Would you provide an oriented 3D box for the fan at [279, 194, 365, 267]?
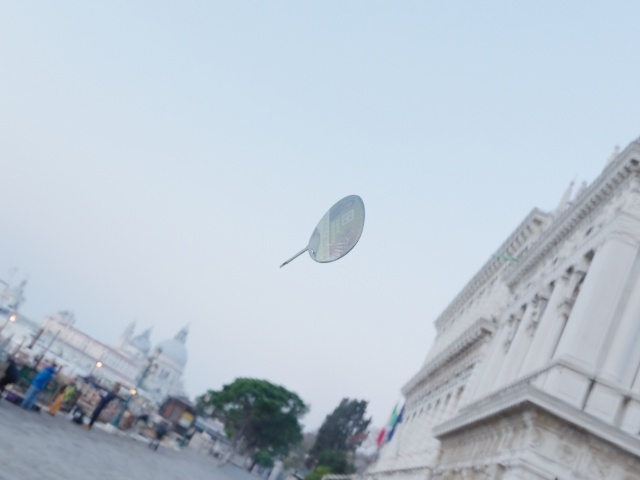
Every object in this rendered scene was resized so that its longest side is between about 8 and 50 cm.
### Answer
[{"bbox_3d":[0.005,-0.008,0.508,0.003,0.060,0.080,40,-29,-31],"label":"fan"}]
